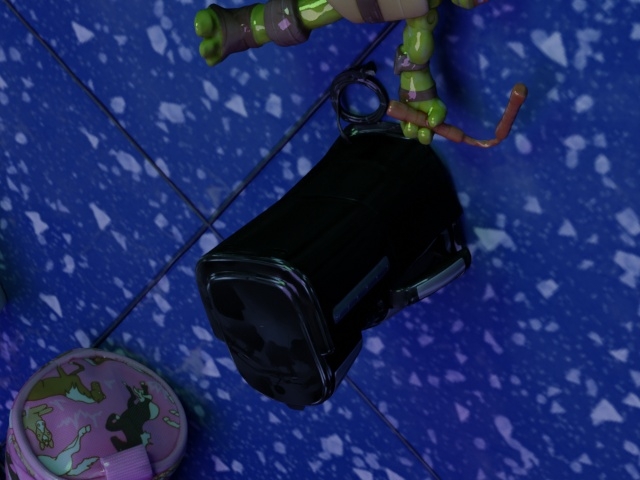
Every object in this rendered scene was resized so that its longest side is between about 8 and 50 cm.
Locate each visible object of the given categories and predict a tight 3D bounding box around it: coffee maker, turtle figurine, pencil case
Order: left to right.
[{"bbox_3d":[-0.222,0.274,1.627,0.167,0.160,0.386,27,133,14],"label":"pencil case"},{"bbox_3d":[0.000,0.000,1.221,0.120,0.178,0.171,-25,102,46],"label":"coffee maker"},{"bbox_3d":[0.024,-0.180,1.132,0.217,0.087,0.269,2,132,17],"label":"turtle figurine"}]

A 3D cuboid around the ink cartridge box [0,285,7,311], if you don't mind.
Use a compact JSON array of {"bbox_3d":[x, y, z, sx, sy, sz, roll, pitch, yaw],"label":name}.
[{"bbox_3d":[-0.451,-0.044,1.564,0.207,0.119,0.353,-17,110,18],"label":"ink cartridge box"}]
